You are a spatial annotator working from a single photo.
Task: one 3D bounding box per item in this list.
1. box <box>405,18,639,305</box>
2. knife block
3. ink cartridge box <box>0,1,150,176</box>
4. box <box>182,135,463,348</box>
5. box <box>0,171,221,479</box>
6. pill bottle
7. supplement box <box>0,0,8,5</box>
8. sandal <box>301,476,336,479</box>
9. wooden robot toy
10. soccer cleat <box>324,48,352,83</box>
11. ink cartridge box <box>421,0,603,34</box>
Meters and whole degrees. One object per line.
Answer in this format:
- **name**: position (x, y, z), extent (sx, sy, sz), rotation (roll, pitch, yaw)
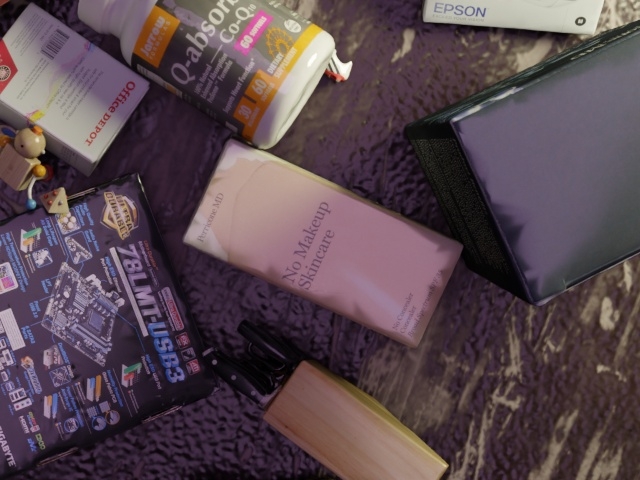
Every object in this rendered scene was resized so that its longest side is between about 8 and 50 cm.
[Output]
- **box**: position (0.287, -0.099, 1.546), extent (0.293, 0.395, 0.212), rotation (-25, 95, -2)
- **knife block**: position (-0.008, 0.201, 1.634), extent (0.242, 0.275, 0.088), rotation (34, 92, -34)
- **ink cartridge box**: position (-0.313, -0.179, 1.650), extent (0.175, 0.072, 0.127), rotation (34, 70, -5)
- **box**: position (0.000, 0.000, 1.673), extent (0.311, 0.121, 0.148), rotation (23, 93, -5)
- **box**: position (-0.309, 0.102, 1.665), extent (0.293, 0.073, 0.296), rotation (-22, 96, -14)
- **pill bottle**: position (-0.136, -0.243, 1.624), extent (0.278, 0.162, 0.162), rotation (32, 92, 1)
- **supplement box**: position (-0.380, -0.385, 1.578), extent (0.194, 0.129, 0.191), rotation (-35, 111, -12)
- **sandal**: position (-0.075, 0.335, 1.728), extent (0.219, 0.060, 0.090), rotation (-8, 101, -17)
- **wooden robot toy**: position (-0.348, -0.109, 1.610), extent (0.173, 0.076, 0.079), rotation (39, 117, 10)
- **soccer cleat**: position (0.001, -0.228, 1.706), extent (0.083, 0.029, 0.036), rotation (31, 83, -8)
- **ink cartridge box**: position (0.244, -0.355, 1.640), extent (0.223, 0.045, 0.224), rotation (4, 132, -3)
